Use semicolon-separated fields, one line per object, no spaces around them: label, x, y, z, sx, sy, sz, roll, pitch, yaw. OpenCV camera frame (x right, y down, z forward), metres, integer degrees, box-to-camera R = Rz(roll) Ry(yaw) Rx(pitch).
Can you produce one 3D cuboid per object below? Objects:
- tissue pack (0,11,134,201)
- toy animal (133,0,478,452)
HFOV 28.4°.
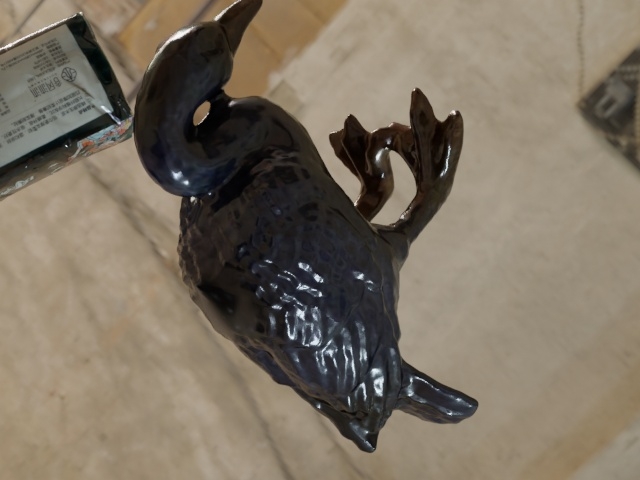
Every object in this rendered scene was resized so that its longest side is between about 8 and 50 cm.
tissue pack;-0.234;-0.090;0.957;0.103;0.170;0.090;60;166;6
toy animal;0.000;0.000;0.759;0.185;0.122;0.298;-35;-65;-41
